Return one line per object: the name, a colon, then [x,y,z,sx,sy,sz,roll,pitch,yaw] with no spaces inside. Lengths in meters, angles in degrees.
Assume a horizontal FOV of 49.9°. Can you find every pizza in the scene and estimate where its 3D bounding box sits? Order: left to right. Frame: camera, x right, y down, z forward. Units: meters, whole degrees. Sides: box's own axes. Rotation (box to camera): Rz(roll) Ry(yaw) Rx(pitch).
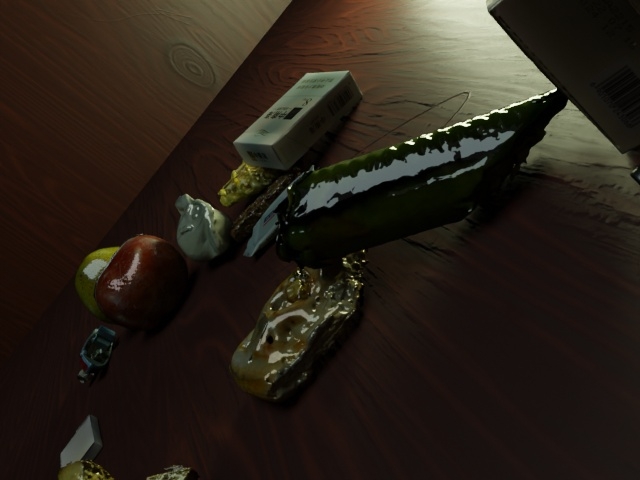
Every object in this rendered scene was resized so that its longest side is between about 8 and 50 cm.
pizza: [-0.018,0.085,0.937,0.297,0.071,0.189,-53,21,-6]

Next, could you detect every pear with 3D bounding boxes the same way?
pear: [-0.485,0.107,1.655,0.198,0.198,0.198,-42,24,23]

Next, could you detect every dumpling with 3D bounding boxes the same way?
dumpling: [-0.255,-0.031,1.482,0.124,0.152,0.228,-30,14,-21]

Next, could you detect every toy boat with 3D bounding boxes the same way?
toy boat: [-0.543,0.267,1.680,0.059,0.069,0.173,-53,16,18]

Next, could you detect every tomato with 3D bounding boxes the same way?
tomato: [-0.375,0.098,1.524,0.155,0.180,0.214,9,69,45]

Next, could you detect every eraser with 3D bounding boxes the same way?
eraser: [-0.484,0.423,1.386,0.104,0.023,0.150,-54,22,-7]

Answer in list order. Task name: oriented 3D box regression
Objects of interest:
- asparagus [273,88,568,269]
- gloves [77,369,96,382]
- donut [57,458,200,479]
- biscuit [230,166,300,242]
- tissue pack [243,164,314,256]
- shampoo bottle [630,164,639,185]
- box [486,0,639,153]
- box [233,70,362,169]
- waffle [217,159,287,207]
asparagus: [0.115,-0.066,0.827,0.381,0.108,0.129,-17,55,25]
gloves: [-0.570,0.323,1.684,0.044,0.038,0.081,14,43,27]
donut: [-0.252,0.340,0.893,0.146,0.181,0.078,121,153,-47]
biscuit: [-0.112,-0.074,1.411,0.199,0.034,0.064,-43,20,20]
tissue pack: [-0.075,-0.052,1.316,0.193,0.026,0.123,-43,23,21]
shampoo bottle: [0.331,-0.094,0.589,0.137,0.027,0.048,-44,36,18]
box: [0.259,-0.216,0.670,0.095,0.212,0.168,-36,27,36]
box: [-0.047,-0.248,1.413,0.243,0.067,0.155,-46,31,-20]
waffle: [-0.109,-0.178,1.518,0.261,0.056,0.250,-20,29,50]
